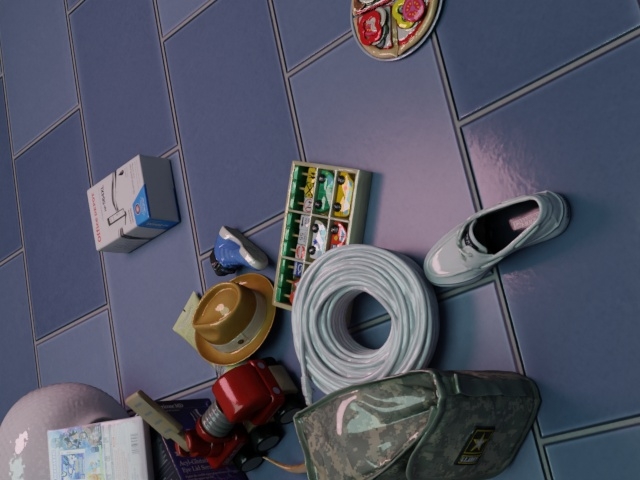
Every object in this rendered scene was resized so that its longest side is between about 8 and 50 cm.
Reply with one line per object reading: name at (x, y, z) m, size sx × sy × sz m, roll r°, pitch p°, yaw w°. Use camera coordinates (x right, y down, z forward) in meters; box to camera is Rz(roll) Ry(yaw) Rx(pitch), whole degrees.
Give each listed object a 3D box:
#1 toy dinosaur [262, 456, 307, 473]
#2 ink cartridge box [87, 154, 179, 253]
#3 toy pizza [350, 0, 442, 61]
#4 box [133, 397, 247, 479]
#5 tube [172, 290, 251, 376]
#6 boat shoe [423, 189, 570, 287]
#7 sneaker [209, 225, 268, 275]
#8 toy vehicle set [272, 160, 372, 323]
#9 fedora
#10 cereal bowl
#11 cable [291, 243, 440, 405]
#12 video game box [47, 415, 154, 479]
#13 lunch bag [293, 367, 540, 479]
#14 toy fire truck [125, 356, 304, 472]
toy dinosaur at (0.001, 0.380, 1.613) m, size 0.211 × 0.064 × 0.112 m, roll -38°, pitch 43°, yaw 25°
ink cartridge box at (-0.403, -0.074, 2.010) m, size 0.203 × 0.086 × 0.148 m, roll -27°, pitch 69°, yaw 39°
toy pizza at (0.120, -0.402, 1.572) m, size 0.201 × 0.032 × 0.201 m, roll -5°, pitch 83°, yaw 44°
box at (-0.258, 0.413, 1.783) m, size 0.108 × 0.153 × 0.207 m, roll -50°, pitch 56°, yaw 29°
tube at (-0.210, 0.195, 1.827) m, size 0.240 × 0.070 × 0.062 m, roll 38°, pitch 152°, yaw 42°
boat shoe at (0.239, -0.006, 1.387) m, size 0.258 × 0.084 × 0.095 m, roll -36°, pitch 63°, yaw 36°
sneaker at (-0.159, 0.041, 1.783) m, size 0.152 × 0.058 × 0.085 m, roll 38°, pitch 107°, yaw 43°
toy vehicle set at (0.000, 0.000, 1.650) m, size 0.166 × 0.035 × 0.267 m, roll 11°, pitch 94°, yaw 44°
fedora at (-0.174, 0.135, 1.741) m, size 0.194 × 0.079 × 0.194 m, roll -19°, pitch 54°, yaw 28°
cereal bowl at (-0.471, 0.440, 1.871) m, size 0.141 × 0.339 × 0.339 m, roll -19°, pitch 73°, yaw 28°
cable at (0.072, 0.133, 1.511) m, size 0.257 × 0.089 × 0.257 m, roll -18°, pitch 79°, yaw 29°
video game box at (-0.397, 0.435, 1.713) m, size 0.187 × 0.048 × 0.205 m, roll -9°, pitch 76°, yaw 5°
lunch bag at (0.148, 0.272, 1.347) m, size 0.287 × 0.235 × 0.169 m, roll -35°, pitch 58°, yaw 37°
toy fire truck at (-0.192, 0.301, 1.664) m, size 0.217 × 0.246 × 0.158 m, roll -53°, pitch 54°, yaw 27°
